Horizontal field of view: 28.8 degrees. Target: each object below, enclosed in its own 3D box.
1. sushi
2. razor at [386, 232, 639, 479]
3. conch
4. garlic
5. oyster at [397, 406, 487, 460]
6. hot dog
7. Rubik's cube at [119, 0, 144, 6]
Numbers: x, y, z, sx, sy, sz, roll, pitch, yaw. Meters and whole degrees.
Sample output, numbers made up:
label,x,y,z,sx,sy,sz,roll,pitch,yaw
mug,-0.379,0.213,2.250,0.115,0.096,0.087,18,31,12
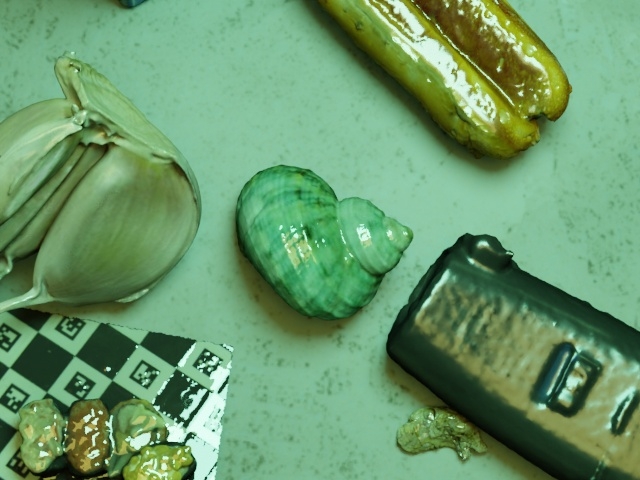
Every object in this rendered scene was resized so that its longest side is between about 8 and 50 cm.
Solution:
label,x,y,z,sx,sy,sz,roll,pitch,yaw
sushi,-0.247,0.193,1.291,0.289,0.050,0.264,9,64,-4
razor,0.242,0.138,1.348,0.326,0.107,0.189,33,79,2
conch,-0.002,-0.002,1.347,0.188,0.122,0.176,15,55,-6
garlic,-0.252,-0.039,1.281,0.210,0.237,0.292,42,116,12
oyster,0.133,0.216,1.360,0.083,0.038,0.081,-33,86,-11
hot dog,0.127,-0.239,1.402,0.158,0.117,0.349,-45,89,-8
Rubik's cube,-0.158,-0.514,1.308,0.344,0.346,0.347,-31,83,-9
